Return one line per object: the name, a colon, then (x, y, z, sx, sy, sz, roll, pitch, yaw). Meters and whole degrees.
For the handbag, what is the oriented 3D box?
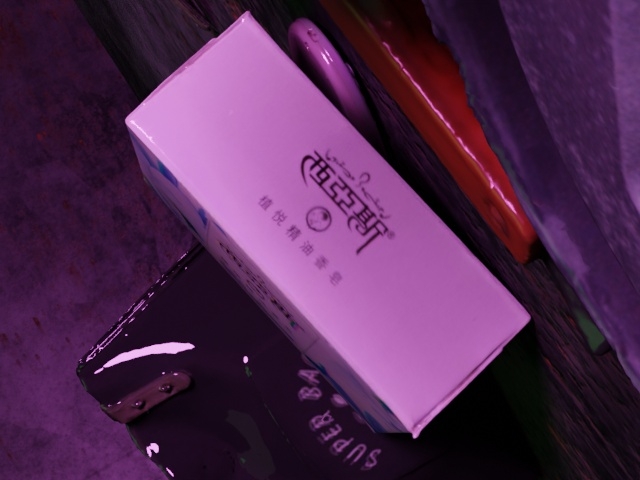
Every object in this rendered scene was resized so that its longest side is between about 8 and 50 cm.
handbag: (-0.019, 0.135, 1.085, 0.342, 0.288, 0.152, 59, 168, -6)

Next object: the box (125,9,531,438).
box: (-0.002, 0.001, 0.927, 0.274, 0.116, 0.203, 47, 170, 3)

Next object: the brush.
brush: (0.055, -0.087, 0.627, 0.323, 0.051, 0.070, 54, 179, 11)

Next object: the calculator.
calculator: (0.014, -0.094, 0.951, 0.103, 0.024, 0.166, 53, 172, 34)

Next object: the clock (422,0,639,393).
clock: (0.129, -0.023, 0.269, 0.386, 0.076, 0.386, 57, 172, 12)

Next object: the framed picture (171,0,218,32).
framed picture: (-0.216, -0.334, 1.306, 0.273, 0.016, 0.216, 55, -172, 25)
